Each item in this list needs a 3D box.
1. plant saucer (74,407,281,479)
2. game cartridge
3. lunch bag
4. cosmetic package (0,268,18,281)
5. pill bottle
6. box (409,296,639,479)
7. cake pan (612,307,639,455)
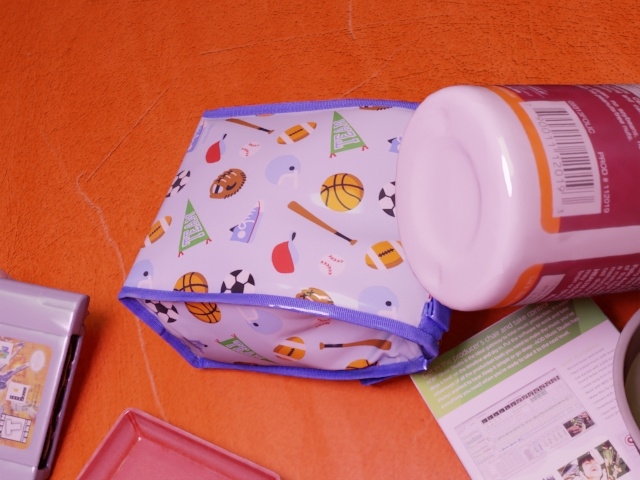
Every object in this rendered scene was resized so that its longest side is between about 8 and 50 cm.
[{"bbox_3d":[-0.207,0.359,0.984,0.259,0.047,0.258,16,58,29],"label":"plant saucer"},{"bbox_3d":[-0.445,0.202,1.123,0.198,0.062,0.297,10,81,6],"label":"game cartridge"},{"bbox_3d":[0.000,0.000,1.037,0.386,0.239,0.327,-3,56,29],"label":"lunch bag"},{"bbox_3d":[-0.470,0.094,1.239,0.041,0.115,0.060,-30,52,2],"label":"cosmetic package"},{"bbox_3d":[0.298,-0.054,0.862,0.392,0.224,0.224,-4,49,-22],"label":"pill bottle"},{"bbox_3d":[0.274,0.220,0.892,0.232,0.058,0.322,-30,54,1],"label":"box"},{"bbox_3d":[0.438,0.168,0.812,0.293,0.054,0.293,-1,50,2],"label":"cake pan"}]
